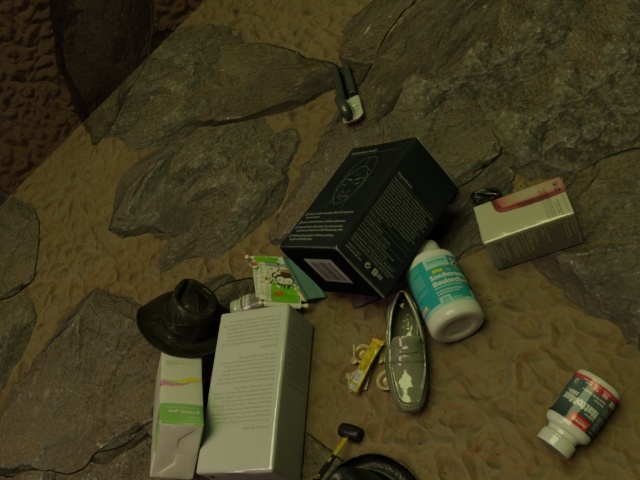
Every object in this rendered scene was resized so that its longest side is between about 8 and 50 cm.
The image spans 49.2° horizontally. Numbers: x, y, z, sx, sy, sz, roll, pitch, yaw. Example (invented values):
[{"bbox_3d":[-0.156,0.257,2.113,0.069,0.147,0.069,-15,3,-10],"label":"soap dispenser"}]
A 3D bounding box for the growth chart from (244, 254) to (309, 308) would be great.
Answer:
[{"bbox_3d":[-0.126,0.123,2.104,0.172,0.021,0.237,-1,40,-16],"label":"growth chart"}]

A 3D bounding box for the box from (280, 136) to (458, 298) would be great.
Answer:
[{"bbox_3d":[0.131,-0.062,1.918,0.395,0.212,0.294,-54,26,-20],"label":"box"}]

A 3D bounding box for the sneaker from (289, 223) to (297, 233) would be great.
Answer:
[{"bbox_3d":[0.000,0.000,2.130,0.232,0.081,0.090,0,54,29],"label":"sneaker"}]

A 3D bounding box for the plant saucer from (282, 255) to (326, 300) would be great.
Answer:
[{"bbox_3d":[-0.052,0.113,2.107,0.192,0.067,0.018,58,141,41],"label":"plant saucer"}]

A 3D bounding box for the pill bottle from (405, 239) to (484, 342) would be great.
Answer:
[{"bbox_3d":[0.311,0.123,1.824,0.146,0.146,0.264,-29,50,11],"label":"pill bottle"}]

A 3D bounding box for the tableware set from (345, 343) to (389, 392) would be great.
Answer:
[{"bbox_3d":[0.144,0.336,1.866,0.169,0.020,0.141,-9,57,25],"label":"tableware set"}]

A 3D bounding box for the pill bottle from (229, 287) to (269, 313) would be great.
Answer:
[{"bbox_3d":[-0.201,0.196,2.121,0.137,0.078,0.078,-19,52,19],"label":"pill bottle"}]

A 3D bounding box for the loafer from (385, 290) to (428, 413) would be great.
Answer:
[{"bbox_3d":[0.215,0.280,1.790,0.112,0.111,0.319,-7,56,4],"label":"loafer"}]

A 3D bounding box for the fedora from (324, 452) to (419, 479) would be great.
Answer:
[{"bbox_3d":[0.097,0.640,1.607,0.334,0.152,0.334,-15,54,21],"label":"fedora"}]

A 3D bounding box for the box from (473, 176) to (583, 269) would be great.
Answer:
[{"bbox_3d":[0.535,-0.041,1.800,0.232,0.148,0.126,-20,52,18],"label":"box"}]

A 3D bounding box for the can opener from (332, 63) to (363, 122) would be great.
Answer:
[{"bbox_3d":[0.085,-0.518,2.411,0.076,0.095,0.283,-22,52,15],"label":"can opener"}]

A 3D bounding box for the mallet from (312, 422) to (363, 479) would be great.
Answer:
[{"bbox_3d":[0.046,0.532,1.737,0.062,0.039,0.189,2,35,30],"label":"mallet"}]

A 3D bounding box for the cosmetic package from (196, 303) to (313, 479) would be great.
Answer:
[{"bbox_3d":[-0.167,0.419,1.899,0.230,0.161,0.453,-11,55,25],"label":"cosmetic package"}]

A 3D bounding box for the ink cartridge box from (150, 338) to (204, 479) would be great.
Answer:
[{"bbox_3d":[-0.396,0.454,1.938,0.353,0.119,0.207,-108,29,-58],"label":"ink cartridge box"}]

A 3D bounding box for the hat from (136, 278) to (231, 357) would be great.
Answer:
[{"bbox_3d":[-0.390,0.199,2.072,0.331,0.331,0.133,37,126,41],"label":"hat"}]

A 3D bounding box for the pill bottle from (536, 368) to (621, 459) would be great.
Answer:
[{"bbox_3d":[0.562,0.384,1.533,0.108,0.108,0.180,33,80,40],"label":"pill bottle"}]

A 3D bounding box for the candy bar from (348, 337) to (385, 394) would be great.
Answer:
[{"bbox_3d":[0.120,0.333,1.857,0.040,0.018,0.161,16,71,41],"label":"candy bar"}]

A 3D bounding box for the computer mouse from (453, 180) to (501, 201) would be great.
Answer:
[{"bbox_3d":[0.403,-0.138,2.021,0.242,0.041,0.071,12,50,30],"label":"computer mouse"}]
